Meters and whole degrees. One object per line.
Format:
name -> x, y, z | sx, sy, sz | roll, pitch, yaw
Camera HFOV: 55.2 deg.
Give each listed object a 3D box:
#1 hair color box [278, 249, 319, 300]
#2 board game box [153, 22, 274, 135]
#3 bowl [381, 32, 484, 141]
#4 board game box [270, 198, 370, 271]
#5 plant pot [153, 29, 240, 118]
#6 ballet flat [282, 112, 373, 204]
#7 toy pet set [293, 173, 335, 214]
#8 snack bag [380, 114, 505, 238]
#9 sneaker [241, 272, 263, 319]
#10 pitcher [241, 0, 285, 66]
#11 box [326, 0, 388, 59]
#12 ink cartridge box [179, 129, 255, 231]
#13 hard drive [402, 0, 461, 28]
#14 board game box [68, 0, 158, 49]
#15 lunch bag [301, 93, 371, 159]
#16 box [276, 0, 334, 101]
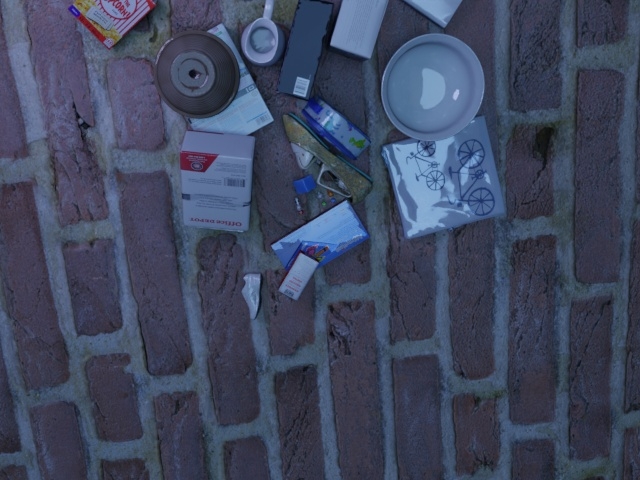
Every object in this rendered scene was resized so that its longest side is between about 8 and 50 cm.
hair color box -> -0.068, 0.108, 1.903 | 0.072, 0.043, 0.141 | 30, 99, -10
board game box -> -0.301, -0.431, 1.764 | 0.224, 0.097, 0.303 | -27, 104, 2
bowl -> 0.313, -0.441, 1.780 | 0.297, 0.134, 0.298 | -1, 102, -3
board game box -> 0.000, 0.000, 1.918 | 0.281, 0.027, 0.145 | -31, 102, 4
plant pot -> -0.339, -0.449, 1.653 | 0.237, 0.110, 0.238 | -1, 103, -3
ballet flat -> 0.003, -0.230, 1.815 | 0.348, 0.123, 0.123 | 38, 98, -14
toy pet set -> -0.026, -0.142, 1.863 | 0.122, 0.065, 0.114 | -22, 104, 1
snack bag -> 0.382, -0.184, 1.895 | 0.342, 0.037, 0.323 | -17, 103, 0
sneaker -> -0.217, 0.176, 1.938 | 0.061, 0.054, 0.152 | 4, 97, 5
pitcher -> -0.151, -0.571, 1.682 | 0.125, 0.207, 0.178 | 15, 101, -7
box -> 0.100, -0.605, 1.703 | 0.119, 0.181, 0.182 | 16, 102, -7
ink cartridge box -> -0.294, -0.166, 1.758 | 0.196, 0.114, 0.273 | 6, 133, -5
hard drive -> 0.280, -0.787, 1.744 | 0.318, 0.040, 0.210 | 31, 99, -10
board game box -> -0.570, -0.647, 1.684 | 0.193, 0.045, 0.147 | -36, 119, 18
lunch bag -> 0.038, -0.325, 1.739 | 0.176, 0.219, 0.090 | 38, 100, -29
box -> -0.046, -0.530, 1.711 | 0.103, 0.184, 0.261 | 15, 102, -4
